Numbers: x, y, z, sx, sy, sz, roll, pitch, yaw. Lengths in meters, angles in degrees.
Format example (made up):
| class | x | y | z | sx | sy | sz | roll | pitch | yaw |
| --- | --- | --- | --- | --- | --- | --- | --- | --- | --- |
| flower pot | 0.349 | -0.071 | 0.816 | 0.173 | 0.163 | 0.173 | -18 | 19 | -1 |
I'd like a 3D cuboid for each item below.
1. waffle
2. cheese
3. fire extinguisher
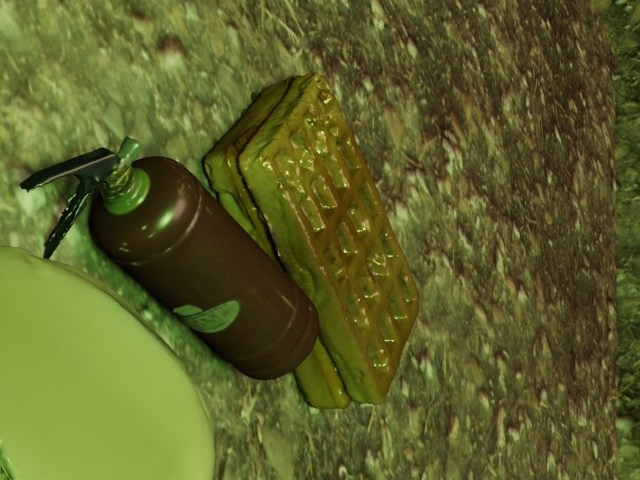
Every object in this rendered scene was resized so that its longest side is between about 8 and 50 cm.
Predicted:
| class | x | y | z | sx | sy | sz | roll | pitch | yaw |
| --- | --- | --- | --- | --- | --- | --- | --- | --- | --- |
| waffle | 0.000 | 0.000 | 1.341 | 0.327 | 0.098 | 0.224 | 68 | 26 | -23 |
| cheese | -0.193 | 0.126 | 0.786 | 0.266 | 0.127 | 0.233 | 47 | 30 | 3 |
| fire extinguisher | -0.131 | 0.019 | 1.080 | 0.138 | 0.102 | 0.344 | -54 | 137 | -11 |
